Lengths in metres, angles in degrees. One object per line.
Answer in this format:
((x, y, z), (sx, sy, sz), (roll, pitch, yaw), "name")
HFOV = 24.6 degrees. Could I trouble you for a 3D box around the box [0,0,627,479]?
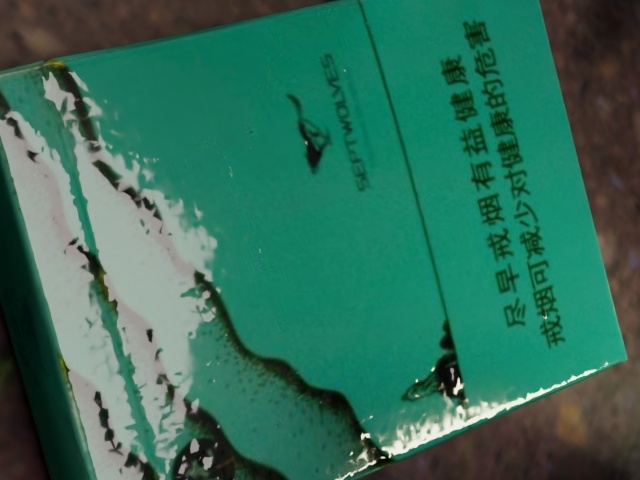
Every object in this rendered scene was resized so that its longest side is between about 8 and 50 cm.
((0.000, 0.000, 0.507), (0.226, 0.042, 0.161), (-18, 95, -33), "box")
